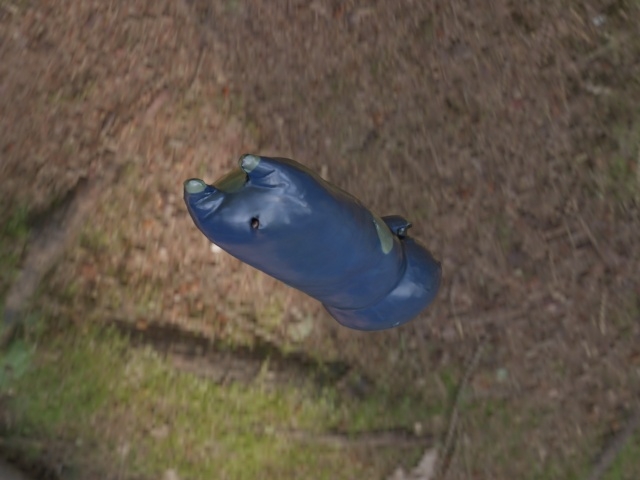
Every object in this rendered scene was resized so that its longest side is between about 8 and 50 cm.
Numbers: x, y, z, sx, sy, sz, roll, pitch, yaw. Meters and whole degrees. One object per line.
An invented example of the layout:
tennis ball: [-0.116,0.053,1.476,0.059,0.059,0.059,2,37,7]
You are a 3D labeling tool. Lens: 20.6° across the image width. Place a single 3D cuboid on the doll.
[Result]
doll: [0.000,0.000,0.487,0.037,0.027,0.125,-21,155,18]
